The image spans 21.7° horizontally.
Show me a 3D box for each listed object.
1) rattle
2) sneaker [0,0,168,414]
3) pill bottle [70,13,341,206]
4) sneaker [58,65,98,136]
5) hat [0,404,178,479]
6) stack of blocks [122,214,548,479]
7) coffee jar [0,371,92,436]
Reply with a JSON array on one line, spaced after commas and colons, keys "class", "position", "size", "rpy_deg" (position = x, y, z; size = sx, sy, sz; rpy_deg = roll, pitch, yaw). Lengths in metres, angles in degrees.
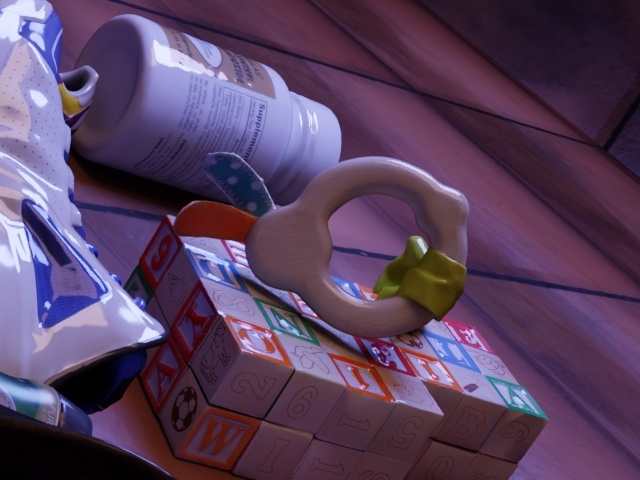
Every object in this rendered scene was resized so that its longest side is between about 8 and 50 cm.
[{"class": "rattle", "position": [0.000, 0.000, 1.178], "size": [0.200, 0.130, 0.143], "rpy_deg": [4, 9, -1]}, {"class": "sneaker", "position": [-0.185, 0.012, 0.996], "size": [0.182, 0.127, 0.315], "rpy_deg": [35, 39, -27]}, {"class": "pill bottle", "position": [-0.098, -0.105, 1.474], "size": [0.229, 0.131, 0.131], "rpy_deg": [18, 23, -39]}, {"class": "sneaker", "position": [-0.256, -0.120, 1.327], "size": [0.069, 0.084, 0.185], "rpy_deg": [41, 19, 25]}, {"class": "hat", "position": [-0.151, 0.163, 0.641], "size": [0.331, 0.331, 0.134], "rpy_deg": [30, 62, -6]}, {"class": "stack of blocks", "position": [0.016, 0.102, 1.186], "size": [0.297, 0.087, 0.171], "rpy_deg": [20, 21, -33]}, {"class": "coffee jar", "position": [-0.198, 0.090, 0.808], "size": [0.184, 0.079, 0.096], "rpy_deg": [35, 49, -32]}]
